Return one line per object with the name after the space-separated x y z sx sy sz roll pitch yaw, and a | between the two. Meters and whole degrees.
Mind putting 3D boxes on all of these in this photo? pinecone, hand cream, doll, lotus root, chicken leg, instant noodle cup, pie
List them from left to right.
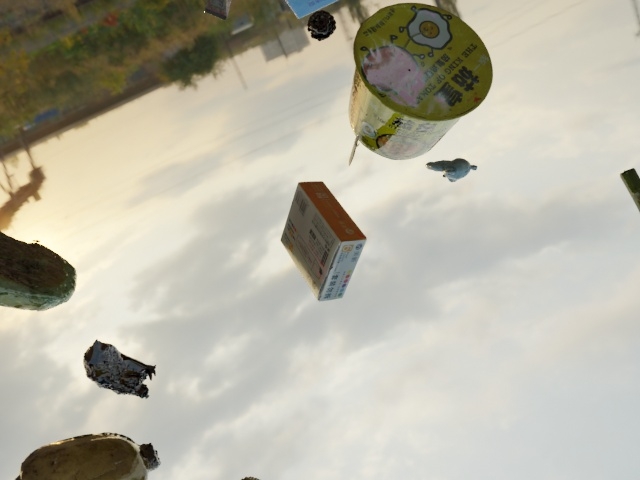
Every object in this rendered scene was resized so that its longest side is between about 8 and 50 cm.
-0.654 0.053 1.474 0.066 0.303 0.302 -60 -165 12 | pie
-0.464 0.473 1.419 0.284 0.160 0.146 -8 150 -31 | lotus root
-0.411 0.261 1.414 0.105 0.234 0.063 -37 -130 5 | chicken leg
-0.210 -0.607 1.571 0.067 0.209 0.043 27 -160 23 | hand cream
0.002 -0.550 1.777 0.077 0.077 0.083 -23 164 5 | pinecone
0.211 -0.358 1.666 0.326 0.325 0.254 -32 167 -20 | instant noodle cup
0.406 -0.221 2.228 0.120 0.075 0.180 -15 -172 -27 | doll

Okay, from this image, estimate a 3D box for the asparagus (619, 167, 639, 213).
0.780 -0.093 1.689 0.041 0.178 0.045 -21 167 -5 | asparagus

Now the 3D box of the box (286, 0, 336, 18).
-0.006 -0.481 1.152 0.139 0.073 0.194 -20 -120 17 | box

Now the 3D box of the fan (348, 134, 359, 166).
0.061 -0.162 1.294 0.003 0.060 0.080 16 -159 -6 | fan

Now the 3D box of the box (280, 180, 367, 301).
0.000 0.000 1.902 0.091 0.220 0.274 -4 -137 -30 | box

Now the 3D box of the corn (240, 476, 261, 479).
-0.080 0.574 1.470 0.086 0.086 0.288 -36 -153 -30 | corn
